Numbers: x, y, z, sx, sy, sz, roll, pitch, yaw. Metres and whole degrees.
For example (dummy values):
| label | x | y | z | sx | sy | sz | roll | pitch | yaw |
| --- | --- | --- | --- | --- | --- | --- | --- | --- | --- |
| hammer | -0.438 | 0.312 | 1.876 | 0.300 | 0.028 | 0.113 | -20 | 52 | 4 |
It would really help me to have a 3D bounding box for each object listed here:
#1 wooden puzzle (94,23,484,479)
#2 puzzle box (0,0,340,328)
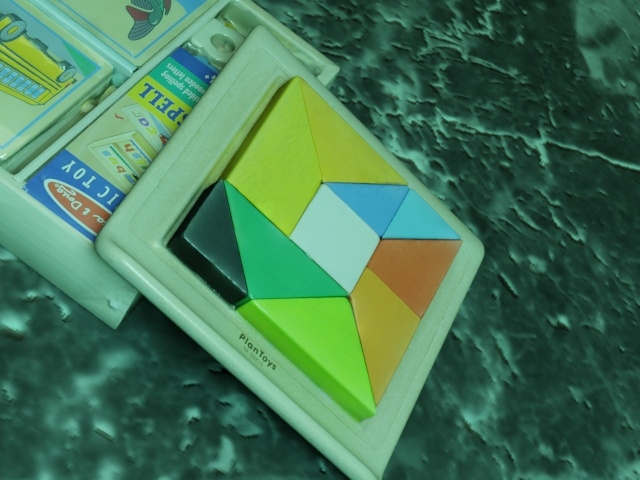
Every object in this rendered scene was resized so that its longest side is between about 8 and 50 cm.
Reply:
| label | x | y | z | sx | sy | sz | roll | pitch | yaw |
| --- | --- | --- | --- | --- | --- | --- | --- | --- | --- |
| wooden puzzle | 0.000 | 0.000 | 0.791 | 0.221 | 0.044 | 0.238 | 43 | 44 | -15 |
| puzzle box | -0.213 | -0.155 | 0.833 | 0.409 | 0.052 | 0.272 | 37 | 45 | 1 |
